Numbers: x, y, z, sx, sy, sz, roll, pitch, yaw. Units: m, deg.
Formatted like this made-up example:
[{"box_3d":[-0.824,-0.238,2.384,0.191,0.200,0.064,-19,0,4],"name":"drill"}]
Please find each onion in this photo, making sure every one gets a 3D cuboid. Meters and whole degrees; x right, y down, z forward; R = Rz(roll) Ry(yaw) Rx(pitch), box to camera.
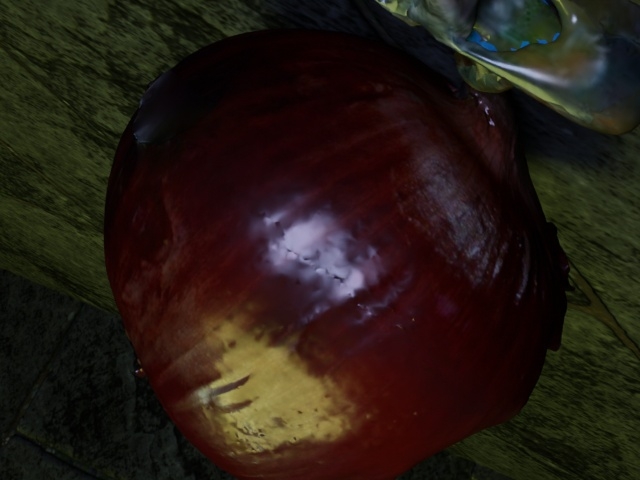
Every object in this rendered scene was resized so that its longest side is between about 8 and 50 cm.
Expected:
[{"box_3d":[-0.006,0.003,1.090,0.341,0.341,0.341,27,167,7],"name":"onion"}]

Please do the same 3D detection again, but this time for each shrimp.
[{"box_3d":[0.016,-0.213,0.736,0.446,0.110,0.221,40,155,-27],"name":"shrimp"}]
